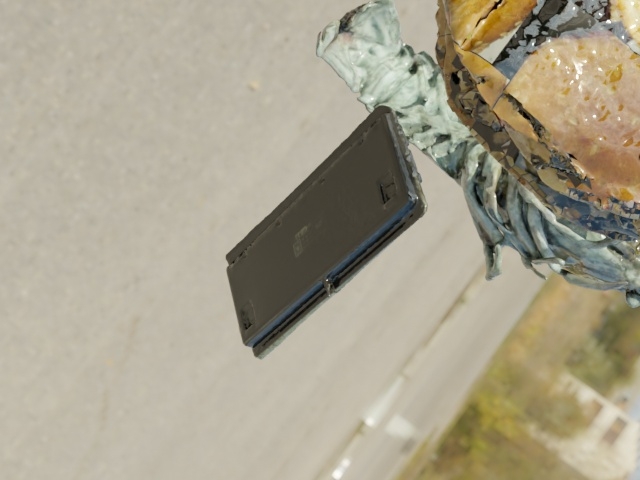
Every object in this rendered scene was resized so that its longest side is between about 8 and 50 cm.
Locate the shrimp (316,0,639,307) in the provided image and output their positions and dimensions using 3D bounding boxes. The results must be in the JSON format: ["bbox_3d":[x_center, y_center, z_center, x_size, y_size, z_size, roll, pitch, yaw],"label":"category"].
[{"bbox_3d":[0.174,-0.069,1.307,0.221,0.410,0.166,-47,149,-14],"label":"shrimp"}]

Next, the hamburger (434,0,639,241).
[{"bbox_3d":[0.168,-0.112,0.760,0.231,0.231,0.107,-53,178,-6],"label":"hamburger"}]

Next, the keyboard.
[{"bbox_3d":[0.000,0.000,1.106,0.025,0.093,0.230,2,150,-36],"label":"keyboard"}]
